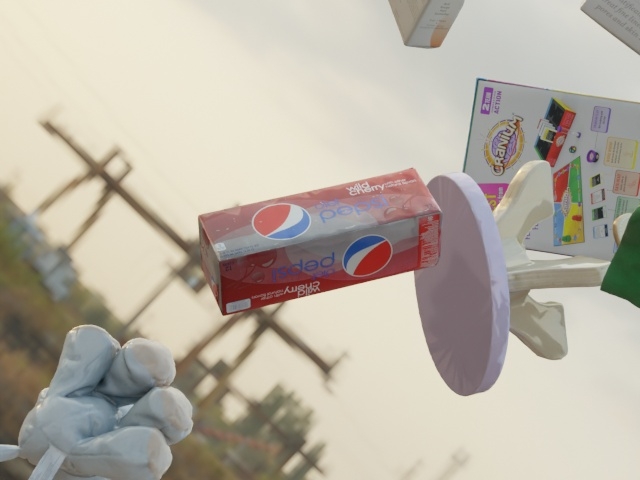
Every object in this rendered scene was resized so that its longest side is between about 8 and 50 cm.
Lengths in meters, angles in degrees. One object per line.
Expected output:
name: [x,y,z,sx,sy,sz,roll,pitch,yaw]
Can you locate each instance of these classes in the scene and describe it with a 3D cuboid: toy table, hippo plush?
toy table: [0.226,0.042,2.155,0.252,0.160,0.274,32,-52,55]
hippo plush: [-0.301,0.291,2.387,0.234,0.294,0.236,30,-29,16]

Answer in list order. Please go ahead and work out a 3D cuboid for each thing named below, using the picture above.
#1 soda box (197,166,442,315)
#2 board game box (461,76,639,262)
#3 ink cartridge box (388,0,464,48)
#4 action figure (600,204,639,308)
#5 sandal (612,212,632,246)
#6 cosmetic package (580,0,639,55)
soda box: [0.000,0.000,1.945,0.092,0.263,0.083,-118,-159,-48]
board game box: [0.364,-0.098,2.528,0.316,0.242,0.064,10,6,3]
ink cartridge box: [0.108,-0.293,1.632,0.179,0.045,0.145,-57,-139,47]
action figure: [0.280,-0.038,1.209,0.137,0.063,0.232,16,-49,15]
sandal: [0.462,0.046,2.129,0.079,0.088,0.240,-23,-65,44]
cosmetic package: [0.358,-0.250,1.699,0.151,0.151,0.184,37,16,2]
